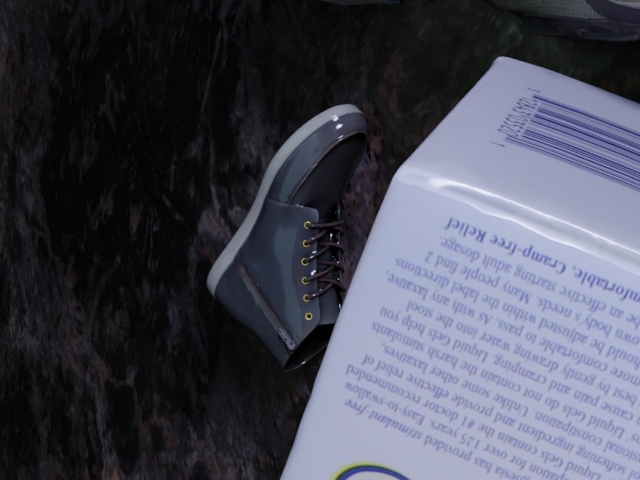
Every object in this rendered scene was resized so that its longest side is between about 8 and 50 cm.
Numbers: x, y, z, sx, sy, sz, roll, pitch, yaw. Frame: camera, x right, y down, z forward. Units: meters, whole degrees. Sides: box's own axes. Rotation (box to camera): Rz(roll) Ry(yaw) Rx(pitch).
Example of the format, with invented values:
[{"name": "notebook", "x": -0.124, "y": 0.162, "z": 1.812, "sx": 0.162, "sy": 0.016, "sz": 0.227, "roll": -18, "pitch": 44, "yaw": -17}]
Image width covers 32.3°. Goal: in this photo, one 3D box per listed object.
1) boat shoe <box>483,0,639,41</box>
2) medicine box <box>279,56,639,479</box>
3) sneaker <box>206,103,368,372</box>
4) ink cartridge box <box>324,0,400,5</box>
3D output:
[{"name": "boat shoe", "x": 0.182, "y": -0.161, "z": 0.629, "sx": 0.285, "sy": 0.092, "sz": 0.102, "roll": 18, "pitch": 83, "yaw": 60}, {"name": "medicine box", "x": 0.088, "y": 0.080, "z": 0.571, "sx": 0.263, "sy": 0.149, "sz": 0.289, "roll": -48, "pitch": -22, "yaw": -65}, {"name": "sneaker", "x": 0.000, "y": 0.000, "z": 0.936, "sx": 0.118, "sy": 0.083, "sz": 0.222, "roll": 47, "pitch": 120, "yaw": 27}, {"name": "ink cartridge box", "x": 0.016, "y": -0.273, "z": 0.909, "sx": 0.090, "sy": 0.092, "sz": 0.143, "roll": 16, "pitch": 99, "yaw": 59}]
